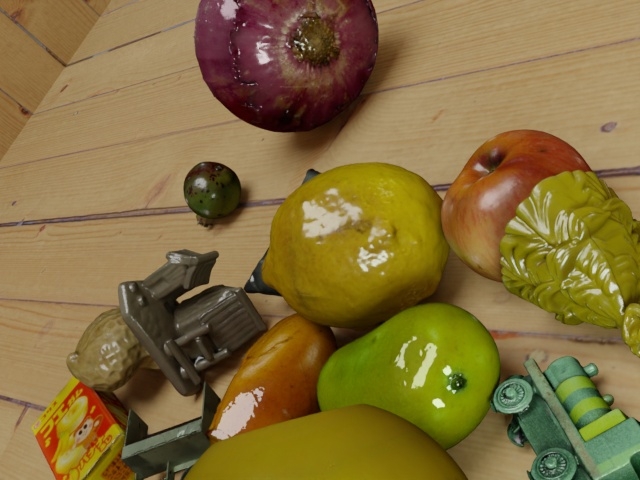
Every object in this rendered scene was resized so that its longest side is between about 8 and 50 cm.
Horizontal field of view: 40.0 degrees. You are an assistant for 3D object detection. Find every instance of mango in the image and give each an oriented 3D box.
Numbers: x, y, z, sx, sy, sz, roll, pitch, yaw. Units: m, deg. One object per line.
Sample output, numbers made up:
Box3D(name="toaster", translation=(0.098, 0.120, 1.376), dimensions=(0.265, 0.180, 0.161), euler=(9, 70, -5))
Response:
Box3D(name="mango", translation=(-0.054, 0.206, 1.259), dimensions=(0.257, 0.138, 0.187), euler=(-57, 5, -25))
Box3D(name="mango", translation=(0.105, 0.184, 1.090), dimensions=(0.273, 0.149, 0.185), euler=(-35, 38, 38))

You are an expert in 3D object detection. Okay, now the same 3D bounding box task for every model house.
Box3D(name="model house", translation=(-0.206, 0.123, 1.479), dimensions=(0.188, 0.229, 0.122), euler=(-30, 8, 16))

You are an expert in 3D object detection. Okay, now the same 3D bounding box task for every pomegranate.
Box3D(name="pomegranate", translation=(-0.224, -0.097, 1.775), dimensions=(0.130, 0.130, 0.130), euler=(-29, 38, 26))

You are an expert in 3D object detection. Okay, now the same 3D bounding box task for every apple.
Box3D(name="apple", translation=(0.254, -0.044, 1.137), dimensions=(0.209, 0.164, 0.209), euler=(-34, 29, 22))

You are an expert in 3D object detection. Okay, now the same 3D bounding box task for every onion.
Box3D(name="onion", translation=(-0.084, -0.384, 1.688), dimensions=(0.345, 0.358, 0.358), euler=(5, 59, 40))

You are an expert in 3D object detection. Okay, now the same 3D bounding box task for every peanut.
Box3D(name="peanut", translation=(-0.345, 0.183, 1.598), dimensions=(0.233, 0.110, 0.197), euler=(-22, 32, -24))

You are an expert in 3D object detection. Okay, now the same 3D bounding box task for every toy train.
Box3D(name="toy train", translation=(0.272, 0.205, 0.952), dimensions=(0.132, 0.083, 0.200), euler=(-30, 36, 7))

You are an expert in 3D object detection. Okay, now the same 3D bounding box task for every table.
Box3D(name="table", translation=(-0.233, 0.326, 1.380), dimensions=(0.146, 0.062, 0.175), euler=(-23, 38, 14))

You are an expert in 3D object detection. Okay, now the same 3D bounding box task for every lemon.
Box3D(name="lemon", translation=(0.052, 0.007, 1.244), dimensions=(0.288, 0.233, 0.233), euler=(-21, 37, 4))

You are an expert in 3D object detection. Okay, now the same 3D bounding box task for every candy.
Box3D(name="candy", translation=(-0.405, 0.350, 1.548), dimensions=(0.146, 0.088, 0.276), euler=(-53, 34, -7))

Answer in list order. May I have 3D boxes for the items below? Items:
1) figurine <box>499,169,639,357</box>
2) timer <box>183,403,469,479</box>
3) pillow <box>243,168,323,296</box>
Box3D(name="figurine", translation=(0.343, 0.081, 0.928), dimensions=(0.315, 0.168, 0.187), euler=(-126, 38, -48))
Box3D(name="timer", translation=(0.019, 0.367, 0.867), dimensions=(0.376, 0.376, 0.386), euler=(-25, 76, 31))
Box3D(name="pillow", translation=(0.000, 0.000, 1.431), dimensions=(0.186, 0.106, 0.249), euler=(15, 68, 37))
